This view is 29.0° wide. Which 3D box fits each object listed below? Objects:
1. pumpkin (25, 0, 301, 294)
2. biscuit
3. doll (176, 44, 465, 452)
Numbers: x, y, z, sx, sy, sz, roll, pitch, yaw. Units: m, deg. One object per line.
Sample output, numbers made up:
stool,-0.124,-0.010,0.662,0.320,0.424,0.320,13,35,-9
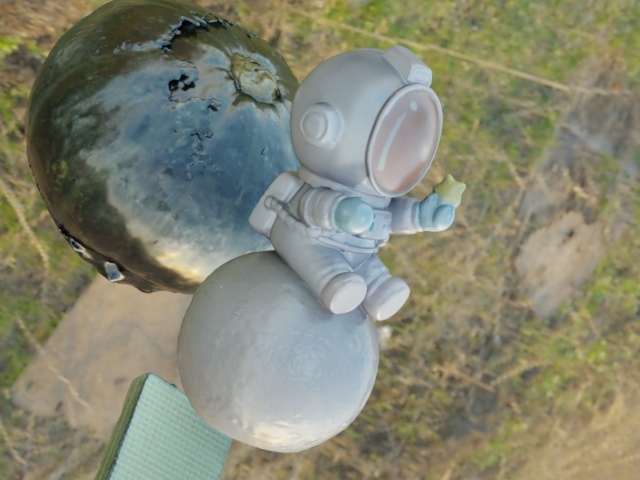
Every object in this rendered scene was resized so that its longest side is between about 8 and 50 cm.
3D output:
pumpkin,-0.193,-0.137,1.747,0.454,0.344,0.454,29,47,-37
biscuit,-0.160,0.238,1.186,0.121,0.040,0.199,40,47,-27
doll,0.000,0.000,0.855,0.151,0.151,0.287,6,108,-54
